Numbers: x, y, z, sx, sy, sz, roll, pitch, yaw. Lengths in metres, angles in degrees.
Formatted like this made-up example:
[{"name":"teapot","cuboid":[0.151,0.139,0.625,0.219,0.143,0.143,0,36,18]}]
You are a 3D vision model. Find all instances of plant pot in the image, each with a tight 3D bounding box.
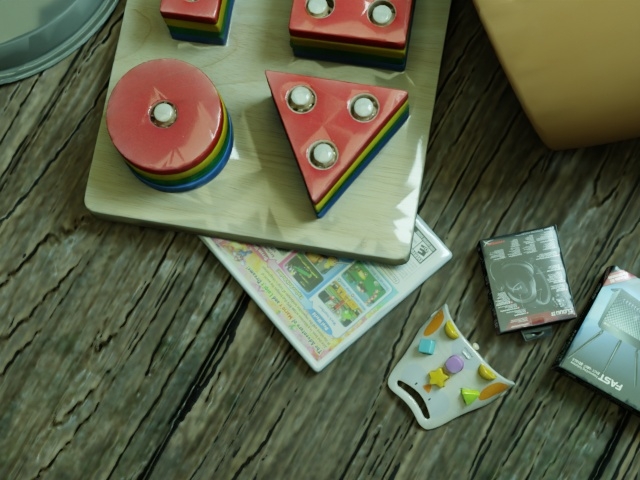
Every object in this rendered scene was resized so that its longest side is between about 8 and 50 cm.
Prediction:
[{"name":"plant pot","cuboid":[0.222,-0.196,1.069,0.203,0.291,0.290,-24,81,15]}]

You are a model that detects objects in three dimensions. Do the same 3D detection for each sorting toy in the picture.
[{"name":"sorting toy","cuboid":[-0.039,-0.130,1.125,0.257,0.089,0.255,9,78,6]},{"name":"sorting toy","cuboid":[0.094,0.106,1.130,0.075,0.045,0.083,-43,82,14]}]

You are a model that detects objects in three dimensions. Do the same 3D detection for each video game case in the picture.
[{"name":"video game case","cuboid":[0.000,0.000,1.155,0.143,0.019,0.157,-40,83,-5]}]

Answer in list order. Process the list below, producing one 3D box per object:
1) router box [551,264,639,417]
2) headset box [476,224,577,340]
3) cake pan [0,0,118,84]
[{"name":"router box","cuboid":[0.254,0.088,1.126,0.122,0.038,0.092,29,83,5]},{"name":"headset box","cuboid":[0.162,0.035,1.139,0.062,0.032,0.083,-12,82,0]},{"name":"cake pan","cuboid":[-0.288,-0.269,1.157,0.293,0.054,0.293,0,88,-8]}]
